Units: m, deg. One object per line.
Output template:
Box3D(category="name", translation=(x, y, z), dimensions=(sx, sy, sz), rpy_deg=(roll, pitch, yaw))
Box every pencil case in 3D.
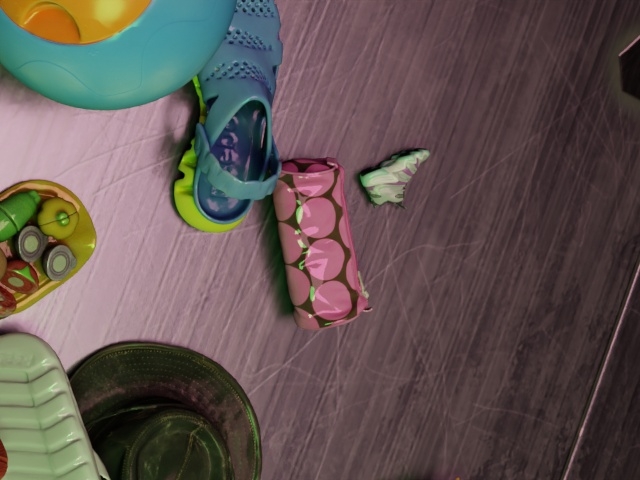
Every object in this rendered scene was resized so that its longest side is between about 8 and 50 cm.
Box3D(category="pencil case", translation=(0.000, 0.000, 1.734), dimensions=(0.098, 0.095, 0.209), rpy_deg=(-9, 103, 11))

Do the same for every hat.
Box3D(category="hat", translation=(-0.193, 0.288, 1.646), dimensions=(0.331, 0.134, 0.331), rpy_deg=(-3, 96, -26))

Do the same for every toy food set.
Box3D(category="toy food set", translation=(-0.346, 0.023, 1.580), dimensions=(0.218, 0.071, 0.128), rpy_deg=(-38, 109, -17))

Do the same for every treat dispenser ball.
Box3D(category="treat dispenser ball", translation=(-0.228, -0.282, 1.490), dimensions=(0.288, 0.288, 0.288), rpy_deg=(-3, 96, -25))

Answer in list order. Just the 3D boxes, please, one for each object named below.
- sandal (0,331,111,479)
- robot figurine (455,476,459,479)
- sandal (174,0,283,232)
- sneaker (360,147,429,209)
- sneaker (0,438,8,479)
Box3D(category="sandal", translation=(-0.292, 0.303, 1.553), dimensions=(0.169, 0.102, 0.416), rpy_deg=(-13, 73, 10))
Box3D(category="robot figurine", translation=(0.124, 0.406, 1.811), dimensions=(0.219, 0.158, 0.128), rpy_deg=(-37, 131, -18))
Box3D(category="sandal", translation=(-0.092, -0.165, 1.650), dimensions=(0.126, 0.138, 0.318), rpy_deg=(0, 93, -23))
Box3D(category="sneaker", translation=(0.103, -0.073, 1.807), dimensions=(0.098, 0.038, 0.069), rpy_deg=(-25, 107, -12))
Box3D(category="sneaker", translation=(-0.424, 0.198, 1.526), dimensions=(0.087, 0.221, 0.128), rpy_deg=(18, 126, -46))
